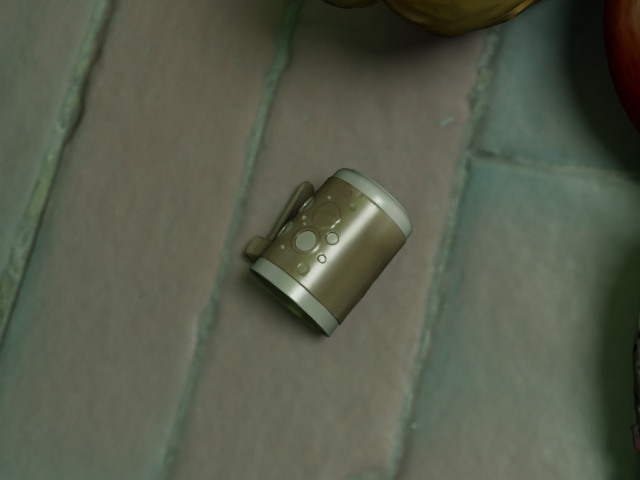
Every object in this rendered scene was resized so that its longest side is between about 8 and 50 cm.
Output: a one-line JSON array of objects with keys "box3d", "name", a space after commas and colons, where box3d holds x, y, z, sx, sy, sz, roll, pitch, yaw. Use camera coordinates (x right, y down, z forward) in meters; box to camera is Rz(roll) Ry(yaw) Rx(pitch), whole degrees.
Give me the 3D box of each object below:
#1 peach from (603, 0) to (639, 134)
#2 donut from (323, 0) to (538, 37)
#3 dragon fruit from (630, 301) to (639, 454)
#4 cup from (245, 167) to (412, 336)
[{"box3d": [0.300, -0.129, 0.760, 0.243, 0.199, 0.244, -1, 87, 12], "name": "peach"}, {"box3d": [0.167, -0.294, 0.744, 0.449, 0.449, 0.198, -39, 92, -2], "name": "donut"}, {"box3d": [0.315, 0.099, 0.678, 0.221, 0.204, 0.283, -2, 58, -17], "name": "dragon fruit"}, {"box3d": [0.006, 0.005, 0.868, 0.074, 0.102, 0.099, 43, 82, -14], "name": "cup"}]
